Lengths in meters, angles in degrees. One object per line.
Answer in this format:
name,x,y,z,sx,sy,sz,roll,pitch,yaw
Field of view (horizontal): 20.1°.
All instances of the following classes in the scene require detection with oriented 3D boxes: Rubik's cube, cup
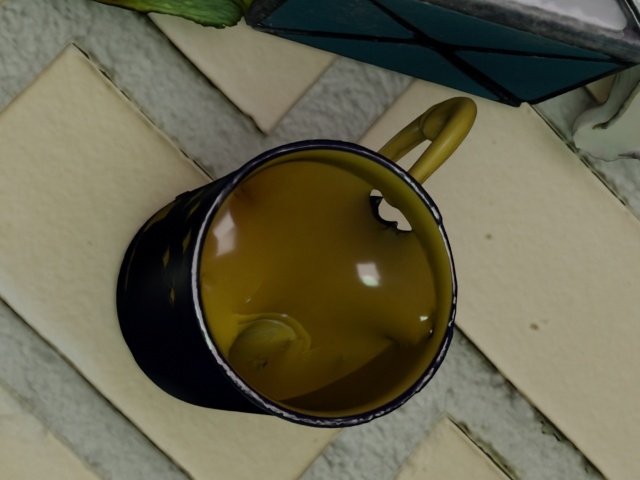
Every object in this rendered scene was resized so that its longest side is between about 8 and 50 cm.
Rubik's cube,0.106,-0.255,1.291,0.259,0.260,0.255,13,81,-11
cup,0.002,0.022,1.240,0.255,0.256,0.178,-18,92,-18

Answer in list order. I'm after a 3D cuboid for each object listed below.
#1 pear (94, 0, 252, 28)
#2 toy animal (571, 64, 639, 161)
pear,-0.156,-0.292,1.243,0.292,0.159,0.292,2,74,-8
toy animal,0.310,-0.192,1.366,0.174,0.249,0.289,18,80,-8
